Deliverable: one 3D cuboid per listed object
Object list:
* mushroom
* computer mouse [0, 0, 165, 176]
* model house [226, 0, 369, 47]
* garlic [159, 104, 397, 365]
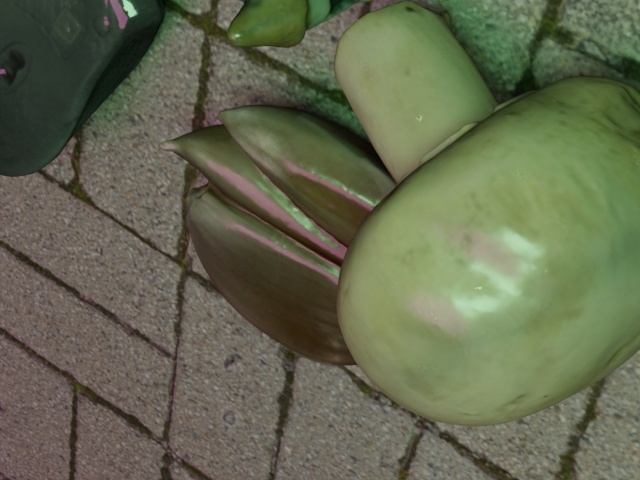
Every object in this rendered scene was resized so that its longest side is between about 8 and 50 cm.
[{"bbox_3d":[0.126,-0.031,1.035,0.336,0.314,0.314,59,143,26],"label":"mushroom"},{"bbox_3d":[-0.281,-0.217,1.372,0.188,0.122,0.371,47,132,-1],"label":"computer mouse"},{"bbox_3d":[-0.057,-0.276,0.978,0.194,0.325,0.267,26,133,28],"label":"model house"},{"bbox_3d":[-0.001,0.000,1.269,0.325,0.132,0.279,32,135,17],"label":"garlic"}]
